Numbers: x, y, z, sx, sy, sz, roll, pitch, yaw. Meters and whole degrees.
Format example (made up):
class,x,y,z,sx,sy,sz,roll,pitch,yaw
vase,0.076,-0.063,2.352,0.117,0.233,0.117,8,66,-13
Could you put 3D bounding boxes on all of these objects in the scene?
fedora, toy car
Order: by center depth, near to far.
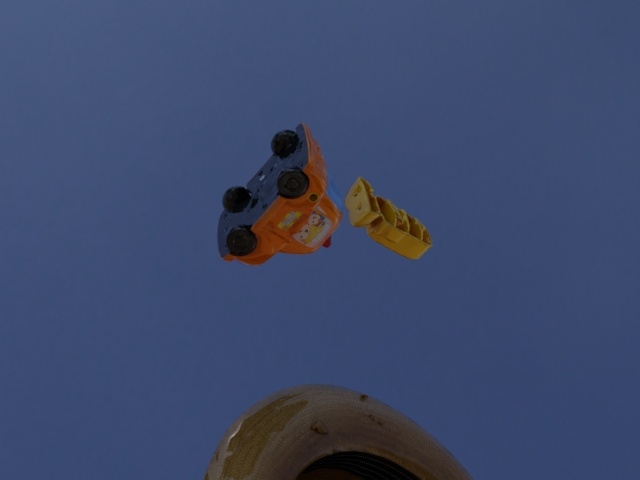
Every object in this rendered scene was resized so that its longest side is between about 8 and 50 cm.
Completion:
class,x,y,z,sx,sy,sz,roll,pitch,yaw
toy car,0.000,0.000,0.494,0.040,0.122,0.060,32,-83,-25
fedora,0.009,0.157,0.578,0.194,0.194,0.079,46,-51,-14
